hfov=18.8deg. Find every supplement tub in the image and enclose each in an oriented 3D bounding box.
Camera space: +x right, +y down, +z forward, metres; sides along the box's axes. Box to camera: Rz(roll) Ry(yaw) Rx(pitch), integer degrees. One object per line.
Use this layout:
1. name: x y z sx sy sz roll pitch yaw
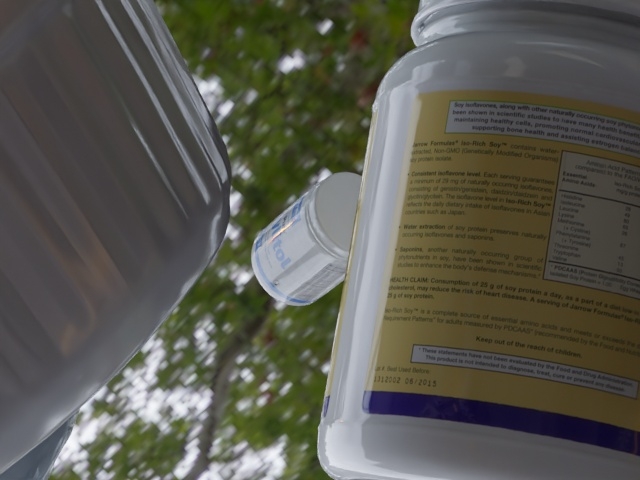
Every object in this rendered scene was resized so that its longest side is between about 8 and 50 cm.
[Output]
1. supplement tub: 0.000 0.000 1.460 0.071 0.107 0.071 14 -120 -25
2. supplement tub: 0.139 0.008 1.240 0.241 0.241 0.331 14 -102 -17

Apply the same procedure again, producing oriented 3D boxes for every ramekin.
1. ramekin: -0.152 0.003 0.657 0.273 0.273 0.127 -45 -72 -30

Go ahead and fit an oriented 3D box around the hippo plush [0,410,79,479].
1. hippo plush: -0.237 0.090 1.022 0.294 0.236 0.234 33 -79 -33
